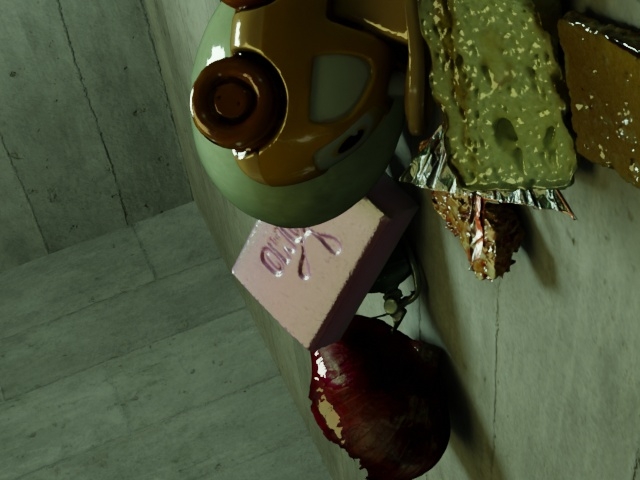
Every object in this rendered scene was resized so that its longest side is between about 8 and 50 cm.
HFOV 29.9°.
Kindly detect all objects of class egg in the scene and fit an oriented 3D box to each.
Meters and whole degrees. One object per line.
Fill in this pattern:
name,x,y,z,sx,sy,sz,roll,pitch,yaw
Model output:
egg,-0.025,-0.167,1.393,0.352,0.258,0.258,102,146,-54

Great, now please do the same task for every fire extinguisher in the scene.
fire extinguisher,0.067,-0.006,1.681,0.093,0.118,0.294,-9,-106,-60

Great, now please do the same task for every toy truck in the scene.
toy truck,0.001,-0.192,1.127,0.204,0.212,0.288,0,-87,-81

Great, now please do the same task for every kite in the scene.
kite,0.159,-0.071,1.178,0.232,0.009,0.189,11,102,50

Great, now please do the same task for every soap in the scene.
soap,-0.001,0.000,1.625,0.181,0.081,0.259,45,125,23

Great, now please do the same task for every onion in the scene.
onion,0.104,0.211,1.749,0.272,0.195,0.272,49,-160,-25

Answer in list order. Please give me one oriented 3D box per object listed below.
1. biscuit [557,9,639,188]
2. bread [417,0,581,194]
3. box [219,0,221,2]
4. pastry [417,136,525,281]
biscuit,0.243,-0.085,0.868,0.231,0.025,0.131,-131,21,-59
bread,0.158,-0.141,1.017,0.128,0.088,0.232,10,132,36
box,-0.050,-0.323,1.473,0.050,0.160,0.230,-114,9,-47
pastry,0.163,-0.040,1.253,0.169,0.063,0.087,63,162,14
